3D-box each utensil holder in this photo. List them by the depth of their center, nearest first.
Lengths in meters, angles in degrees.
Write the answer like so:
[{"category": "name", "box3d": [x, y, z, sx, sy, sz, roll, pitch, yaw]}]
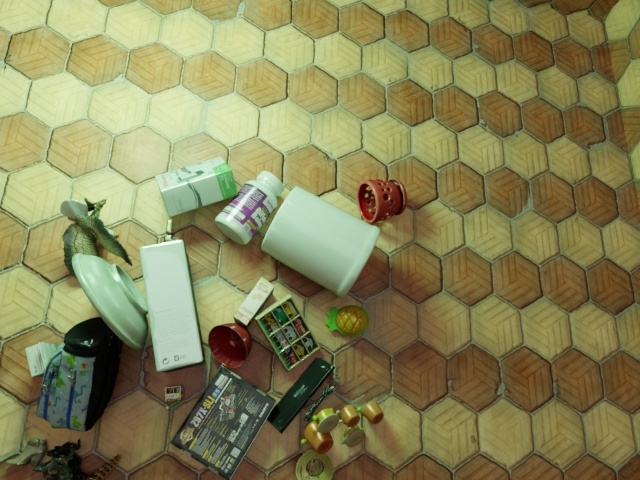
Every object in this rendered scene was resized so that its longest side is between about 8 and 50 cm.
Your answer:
[{"category": "utensil holder", "box3d": [0.000, 0.000, 1.836, 0.385, 0.327, 0.328, 30, 70, 0]}]

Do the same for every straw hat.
[{"category": "straw hat", "box3d": [-0.020, 0.857, 1.711, 0.144, 0.061, 0.144, -1, 78, 6]}]

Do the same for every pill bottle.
[{"category": "pill bottle", "box3d": [-0.288, -0.144, 1.903, 0.169, 0.169, 0.301, 36, 71, 1]}]

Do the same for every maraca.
[{"category": "maraca", "box3d": [0.110, 0.331, 1.879, 0.185, 0.099, 0.127, 1, 69, 17]}]

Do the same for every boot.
[{"category": "boot", "box3d": [-1.017, 0.734, 1.573, 0.118, 0.042, 0.087, 7, 66, -10]}]

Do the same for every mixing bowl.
[{"category": "mixing bowl", "box3d": [-0.333, 0.389, 1.752, 0.181, 0.181, 0.098, 48, 31, 5]}]

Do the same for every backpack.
[{"category": "backpack", "box3d": [-0.823, 0.474, 1.565, 0.273, 0.290, 0.356, -2, 99, -10]}]

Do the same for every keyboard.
[{"category": "keyboard", "box3d": [-0.053, 0.598, 1.727, 0.317, 0.201, 0.033, -47, 119, -19]}]

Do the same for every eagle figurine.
[{"category": "eagle figurine", "box3d": [-0.869, -0.013, 1.748, 0.225, 0.226, 0.298, -5, 68, -33]}]

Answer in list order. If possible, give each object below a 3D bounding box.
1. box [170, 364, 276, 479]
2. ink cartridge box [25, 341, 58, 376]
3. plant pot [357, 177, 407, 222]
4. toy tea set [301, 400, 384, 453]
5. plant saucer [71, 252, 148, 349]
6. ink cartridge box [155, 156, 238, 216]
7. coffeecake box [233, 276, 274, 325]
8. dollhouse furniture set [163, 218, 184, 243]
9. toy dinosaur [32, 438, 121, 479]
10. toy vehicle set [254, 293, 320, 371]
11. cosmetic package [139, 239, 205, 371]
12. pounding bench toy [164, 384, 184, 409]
[{"category": "box", "box3d": [-0.356, 0.676, 1.694, 0.257, 0.079, 0.322, 32, 70, 2]}, {"category": "ink cartridge box", "box3d": [-0.979, 0.422, 1.596, 0.060, 0.180, 0.104, -18, 77, -15]}, {"category": "plant pot", "box3d": [0.279, -0.182, 2.017, 0.174, 0.191, 0.191, -9, 75, -21]}, {"category": "toy tea set", "box3d": [0.081, 0.694, 1.743, 0.336, 0.124, 0.200, 7, 110, -35]}, {"category": "plant saucer", "box3d": [-0.708, 0.194, 1.597, 0.100, 0.400, 0.400, -34, 82, -14]}, {"category": "ink cartridge box", "box3d": [-0.511, -0.226, 1.856, 0.289, 0.211, 0.121, -21, 121, -16]}, {"category": "coffeecake box", "box3d": [-0.265, 0.253, 1.802, 0.068, 0.142, 0.185, 34, 70, 2]}, {"category": "dollhouse furniture set", "box3d": [-0.594, -0.036, 1.867, 0.081, 0.091, 0.114, 11, 68, -24]}, {"category": "toy dinosaur", "box3d": [-0.856, 0.817, 1.545, 0.322, 0.164, 0.218, -24, 94, -35]}, {"category": "toy vehicle set", "box3d": [-0.128, 0.366, 1.790, 0.166, 0.035, 0.267, -34, 109, -18]}, {"category": "cosmetic package", "box3d": [-0.552, 0.252, 1.704, 0.161, 0.230, 0.453, -11, 77, -14]}, {"category": "pounding bench toy", "box3d": [-0.547, 0.589, 1.696, 0.065, 0.052, 0.083, -2, 74, -12]}]
